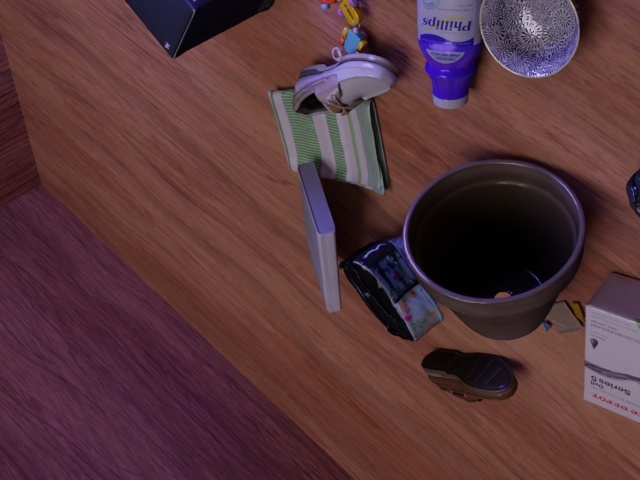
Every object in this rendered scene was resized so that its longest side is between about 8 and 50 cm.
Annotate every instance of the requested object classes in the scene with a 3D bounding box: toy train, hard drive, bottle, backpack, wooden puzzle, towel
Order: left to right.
[{"bbox_3d":[0.000,0.000,1.769,0.353,0.047,0.233,84,170,-53],"label":"hard drive"},{"bbox_3d":[0.017,-0.244,1.650,0.325,0.038,0.248,19,137,40],"label":"towel"},{"bbox_3d":[0.049,-0.451,1.386,0.125,0.046,0.166,20,137,47],"label":"toy train"},{"bbox_3d":[0.190,0.115,1.645,0.253,0.191,0.225,58,170,-1],"label":"backpack"},{"bbox_3d":[0.229,-0.368,1.189,0.118,0.092,0.283,13,135,22],"label":"bottle"},{"bbox_3d":[0.523,0.165,1.470,0.116,0.014,0.078,-17,105,57],"label":"wooden puzzle"}]

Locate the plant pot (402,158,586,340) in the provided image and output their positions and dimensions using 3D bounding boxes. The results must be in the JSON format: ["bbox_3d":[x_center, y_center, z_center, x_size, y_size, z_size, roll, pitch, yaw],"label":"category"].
[{"bbox_3d":[0.344,0.050,1.334,0.323,0.323,0.280,27,158,33],"label":"plant pot"}]

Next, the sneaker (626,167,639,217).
[{"bbox_3d":[0.528,-0.127,1.060,0.147,0.104,0.296,-15,115,51],"label":"sneaker"}]

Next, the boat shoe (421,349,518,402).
[{"bbox_3d":[0.397,0.359,1.758,0.104,0.110,0.307,58,158,-20],"label":"boat shoe"}]

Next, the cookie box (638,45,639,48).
[{"bbox_3d":[0.525,-0.285,0.960,0.107,0.040,0.092,40,147,17],"label":"cookie box"}]

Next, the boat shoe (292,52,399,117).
[{"bbox_3d":[0.047,-0.315,1.438,0.113,0.103,0.302,28,168,-31],"label":"boat shoe"}]

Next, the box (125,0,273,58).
[{"bbox_3d":[-0.264,-0.585,1.395,0.296,0.294,0.183,50,149,-2],"label":"box"}]

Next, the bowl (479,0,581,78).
[{"bbox_3d":[0.346,-0.351,1.077,0.170,0.080,0.170,33,145,27],"label":"bowl"}]

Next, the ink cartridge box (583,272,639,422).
[{"bbox_3d":[0.623,0.222,1.304,0.198,0.115,0.273,20,138,39],"label":"ink cartridge box"}]
